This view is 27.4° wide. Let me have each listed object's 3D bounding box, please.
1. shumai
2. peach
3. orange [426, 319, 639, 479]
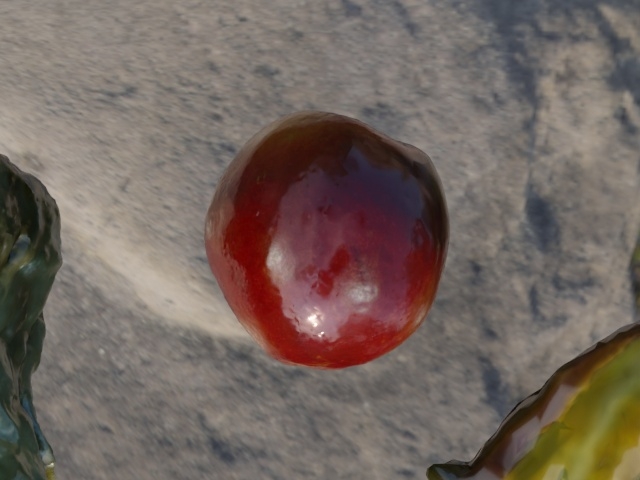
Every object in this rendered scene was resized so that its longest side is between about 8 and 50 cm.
[{"bbox_3d":[-0.358,0.117,1.104,0.324,0.397,0.323,-22,79,12],"label":"shumai"},{"bbox_3d":[0.000,0.000,1.200,0.243,0.243,0.199,-60,158,-3],"label":"peach"},{"bbox_3d":[0.128,0.190,0.370,0.210,0.271,0.369,23,117,-38],"label":"orange"}]
